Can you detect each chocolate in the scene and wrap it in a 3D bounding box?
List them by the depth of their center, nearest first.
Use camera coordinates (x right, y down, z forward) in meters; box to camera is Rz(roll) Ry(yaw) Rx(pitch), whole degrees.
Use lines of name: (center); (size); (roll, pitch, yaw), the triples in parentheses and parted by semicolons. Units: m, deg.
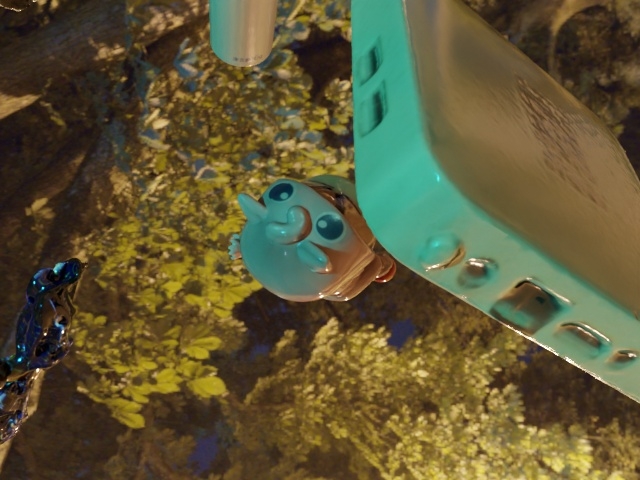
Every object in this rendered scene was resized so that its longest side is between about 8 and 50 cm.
chocolate: (-0.436, 0.168, 0.934); (0.126, 0.343, 0.148); (40, -163, -8)

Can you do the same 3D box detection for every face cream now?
face cream: (-0.077, -0.286, 0.639); (0.250, 0.077, 0.077); (111, 172, -65)

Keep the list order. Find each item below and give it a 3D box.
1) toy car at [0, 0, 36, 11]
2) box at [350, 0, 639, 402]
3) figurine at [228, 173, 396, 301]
toy car: (-0.509, -0.489, 1.048); (0.095, 0.056, 0.204); (-1, -77, -64)
box: (0.183, -0.062, 0.573); (0.367, 0.090, 0.373); (29, -140, -24)
figurine: (0.000, 0.000, 0.821); (0.186, 0.176, 0.287); (-57, -27, -8)
